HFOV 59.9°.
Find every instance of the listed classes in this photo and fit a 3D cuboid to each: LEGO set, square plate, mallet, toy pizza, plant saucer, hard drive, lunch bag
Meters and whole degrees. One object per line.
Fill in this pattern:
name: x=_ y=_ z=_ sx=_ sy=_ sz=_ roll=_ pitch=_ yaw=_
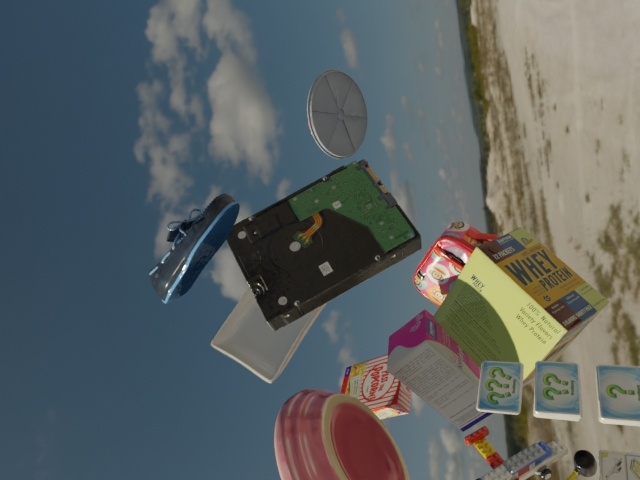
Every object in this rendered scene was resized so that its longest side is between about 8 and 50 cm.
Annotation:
LEGO set: x=0.242 y=0.209 z=0.570 sx=0.244 sy=0.182 sz=0.060 roll=-62 pitch=-39 yaw=-47
square plate: x=-0.128 y=0.214 z=1.606 sx=0.049 sy=0.344 sz=0.347 roll=46 pitch=-110 yaw=-34
mallet: x=0.442 y=0.468 z=1.027 sx=0.039 sy=0.190 sz=0.062 roll=41 pitch=180 yaw=44
toy pizza: x=0.036 y=-0.287 z=1.268 sx=0.201 sy=0.032 sz=0.202 roll=-2 pitch=-88 yaw=-46
plant saucer: x=0.059 y=0.414 z=1.025 sx=0.332 sy=0.084 sz=0.332 roll=42 pitch=-158 yaw=-21
hard drive: x=0.000 y=0.000 z=1.120 sx=0.237 sy=0.338 sz=0.064 roll=58 pitch=175 yaw=29
lunch bag: x=0.409 y=0.093 z=1.423 sx=0.120 sy=0.293 sz=0.258 roll=-45 pitch=-14 yaw=-45

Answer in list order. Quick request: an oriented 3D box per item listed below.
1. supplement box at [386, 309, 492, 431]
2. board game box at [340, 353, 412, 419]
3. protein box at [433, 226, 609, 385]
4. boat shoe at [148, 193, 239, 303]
supplement box: x=0.250 y=0.265 z=1.130 sx=0.220 sy=0.114 sz=0.111 roll=39 pitch=-153 yaw=-13
board game box: x=0.129 y=0.346 z=1.295 sx=0.045 sy=0.193 sz=0.147 roll=43 pitch=-139 yaw=-23
protein box: x=0.347 y=0.125 z=0.991 sx=0.135 sy=0.200 sz=0.201 roll=-20 pitch=-36 yaw=-34
boat shoe: x=-0.247 y=0.007 z=1.009 sx=0.089 sy=0.258 sz=0.109 roll=45 pitch=-159 yaw=12
